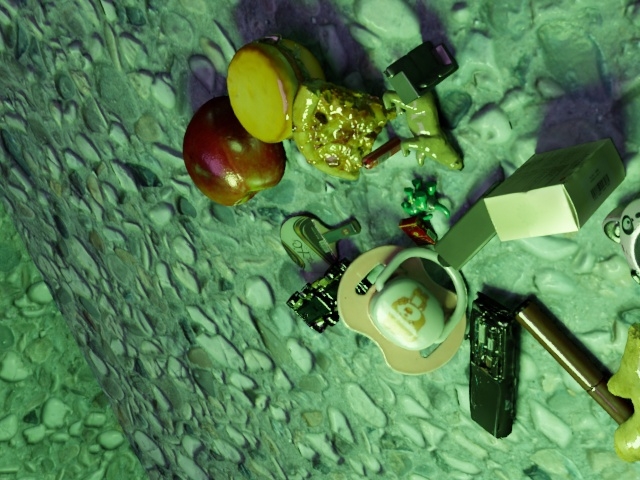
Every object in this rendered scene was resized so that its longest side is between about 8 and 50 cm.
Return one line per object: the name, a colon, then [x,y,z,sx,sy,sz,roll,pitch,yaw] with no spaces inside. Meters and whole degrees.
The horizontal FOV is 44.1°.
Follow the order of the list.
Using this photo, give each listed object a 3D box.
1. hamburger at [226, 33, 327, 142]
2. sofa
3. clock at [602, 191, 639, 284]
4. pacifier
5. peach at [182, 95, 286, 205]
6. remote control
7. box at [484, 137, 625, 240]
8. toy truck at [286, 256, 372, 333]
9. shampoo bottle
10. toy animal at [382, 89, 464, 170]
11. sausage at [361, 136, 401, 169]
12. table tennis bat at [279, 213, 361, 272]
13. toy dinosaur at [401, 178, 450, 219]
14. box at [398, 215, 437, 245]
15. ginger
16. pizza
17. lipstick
hamburger: [-0.086,-0.344,1.767,0.246,0.170,0.246,29,130,41]
sofa: [0.198,-0.332,1.525,0.085,0.147,0.060,56,143,-6]
clock: [0.646,0.008,1.405,0.248,0.090,0.227,48,140,7]
pacifier: [0.187,0.159,1.841,0.332,0.220,0.273,44,141,-9]
peach: [-0.231,-0.230,1.983,0.249,0.245,0.274,-32,84,22]
remote control: [0.398,0.306,1.846,0.144,0.062,0.398,34,142,44]
box: [0.429,-0.094,1.436,0.168,0.212,0.095,-12,109,48]
toy truck: [0.033,0.131,2.043,0.127,0.127,0.257,45,140,-4]
shampoo bottle: [0.326,-0.020,1.688,0.079,0.080,0.246,46,140,9]
toy animal: [0.218,-0.228,1.642,0.101,0.103,0.218,-16,104,23]
sausage: [0.129,-0.185,1.712,0.034,0.129,0.034,25,132,30]
table tennis bat: [0.000,0.000,2.057,0.301,0.022,0.173,-19,106,50]
toy dinosaur: [0.232,-0.081,1.759,0.132,0.059,0.096,23,145,36]
box: [0.224,-0.021,1.804,0.051,0.023,0.082,-10,137,45]
ginger: [0.695,0.348,1.598,0.375,0.166,0.236,61,149,12]
pizza: [0.055,-0.239,1.690,0.226,0.086,0.335,-19,146,8]
lipstick: [0.558,0.271,1.706,0.356,0.057,0.057,46,140,7]
